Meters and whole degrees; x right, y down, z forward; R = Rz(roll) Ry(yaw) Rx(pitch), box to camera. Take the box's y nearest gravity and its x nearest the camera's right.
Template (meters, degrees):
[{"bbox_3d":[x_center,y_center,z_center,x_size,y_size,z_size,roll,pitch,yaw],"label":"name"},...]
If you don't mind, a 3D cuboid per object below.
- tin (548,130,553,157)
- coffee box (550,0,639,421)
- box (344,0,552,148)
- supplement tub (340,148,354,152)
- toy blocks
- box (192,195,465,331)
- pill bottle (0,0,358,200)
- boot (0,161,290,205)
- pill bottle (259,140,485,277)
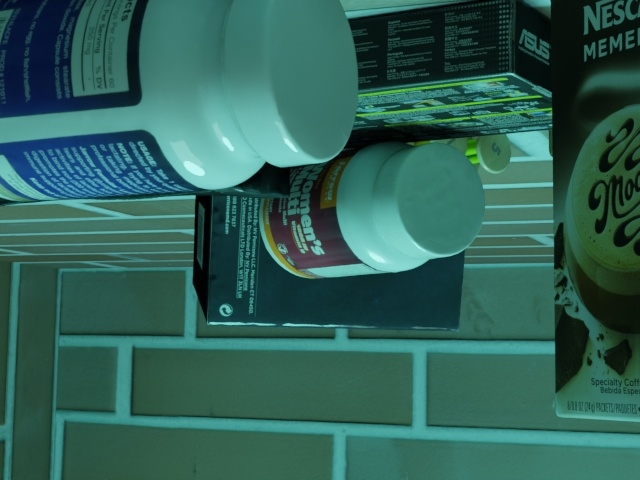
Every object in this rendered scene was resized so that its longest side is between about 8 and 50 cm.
[{"bbox_3d":[0.314,-0.112,1.309,0.106,0.040,0.189,8,173,-19],"label":"tin"},{"bbox_3d":[0.246,-0.031,0.809,0.118,0.297,0.168,4,173,-29],"label":"coffee box"},{"bbox_3d":[0.080,-0.131,1.039,0.270,0.060,0.216,-3,173,32],"label":"box"},{"bbox_3d":[0.037,-0.100,1.299,0.071,0.071,0.107,2,174,-13],"label":"supplement tub"},{"bbox_3d":[0.120,-0.097,1.391,0.123,0.054,0.148,6,172,-38],"label":"toy blocks"},{"bbox_3d":[0.000,0.000,1.504,0.294,0.183,0.296,1,-173,-9],"label":"box"},{"bbox_3d":[-0.118,-0.107,0.849,0.264,0.153,0.153,-1,174,28],"label":"pill bottle"},{"bbox_3d":[-0.290,-0.086,1.098,0.445,0.146,0.367,3,-175,23],"label":"boot"},{"bbox_3d":[0.045,-0.028,1.163,0.121,0.121,0.221,5,173,-32],"label":"pill bottle"}]
